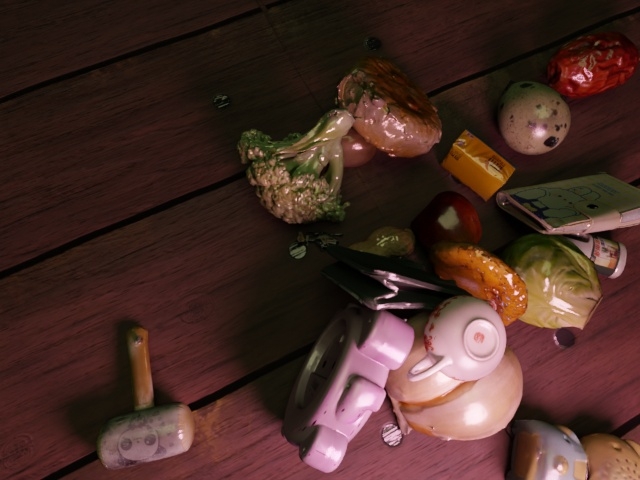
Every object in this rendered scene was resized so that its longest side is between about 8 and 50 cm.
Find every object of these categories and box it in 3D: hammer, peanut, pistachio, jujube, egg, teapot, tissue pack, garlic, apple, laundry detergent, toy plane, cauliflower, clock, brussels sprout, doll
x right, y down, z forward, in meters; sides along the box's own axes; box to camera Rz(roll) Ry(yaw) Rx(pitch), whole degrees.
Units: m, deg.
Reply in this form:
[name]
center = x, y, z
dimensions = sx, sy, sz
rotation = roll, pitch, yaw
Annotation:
[hammer]
center = -0.398, 0.334, 1.046
dimensions = 0.202, 0.113, 0.305
rotation = -11, 64, -9
[peanut]
center = 0.142, 0.030, 1.174
dimensions = 0.228, 0.086, 0.104
rotation = -32, 95, -14
[pistachio]
center = 0.060, -0.259, 1.262
dimensions = 0.186, 0.126, 0.108
rotation = 1, 29, 1
[jujube]
center = 0.785, -0.506, 1.343
dimensions = 0.251, 0.174, 0.174
rotation = -13, 72, -10
[egg]
center = 0.573, -0.340, 1.274
dimensions = 0.177, 0.177, 0.228
rotation = -15, 57, -7
[teapot]
center = 0.267, 0.192, 0.887
dimensions = 0.246, 0.116, 0.159
rotation = -26, 102, -13
[tissue pack]
center = 0.417, -0.198, 1.245
dimensions = 0.169, 0.120, 0.082
rotation = 43, 73, 10
[garlic]
center = 0.292, 0.292, 1.028
dimensions = 0.313, 0.249, 0.285
rotation = -23, 73, -1
[apple]
center = 0.325, -0.034, 1.176
dimensions = 0.158, 0.147, 0.156
rotation = 45, 54, 11
[laundry detergent]
center = 0.665, 0.022, 1.210
dimensions = 0.226, 0.070, 0.099
rotation = 17, 80, 4
[toy plane]
center = 0.000, 0.000, 1.206
dimensions = 0.121, 0.031, 0.049
rotation = 2, 66, -5
[cauliflower]
center = -0.045, -0.180, 1.164
dimensions = 0.327, 0.260, 0.281
rotation = 44, 75, -24
[clock]
center = 0.039, 0.291, 0.971
dimensions = 0.114, 0.295, 0.322
rotation = 32, 74, -10
[brussels sprout]
center = 0.541, 0.098, 1.113
dimensions = 0.244, 0.244, 0.243
rotation = 1, 71, -2
[doll]
center = 0.558, 0.492, 0.999
dimensions = 0.261, 0.161, 0.176
rotation = 15, 70, 5

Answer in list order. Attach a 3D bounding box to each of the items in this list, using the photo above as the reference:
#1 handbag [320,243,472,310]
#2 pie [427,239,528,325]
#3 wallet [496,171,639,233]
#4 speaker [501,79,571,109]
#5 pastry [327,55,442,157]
[handbag]
center = 0.158, 0.083, 1.007
dimensions = 0.260, 0.248, 0.079
rotation = 9, 98, -27
[pie]
center = 0.354, 0.096, 1.065
dimensions = 0.273, 0.273, 0.069
rotation = 43, 73, 11
[wallet]
center = 0.649, -0.093, 1.189
dimensions = 0.310, 0.077, 0.223
rotation = -11, 35, -10
[speaker]
center = 0.631, -0.403, 1.366
dimensions = 0.191, 0.040, 0.046
rotation = 30, 70, 8
[pastry]
center = 0.182, -0.346, 1.226
dimensions = 0.330, 0.136, 0.329
rotation = 24, 43, -25
